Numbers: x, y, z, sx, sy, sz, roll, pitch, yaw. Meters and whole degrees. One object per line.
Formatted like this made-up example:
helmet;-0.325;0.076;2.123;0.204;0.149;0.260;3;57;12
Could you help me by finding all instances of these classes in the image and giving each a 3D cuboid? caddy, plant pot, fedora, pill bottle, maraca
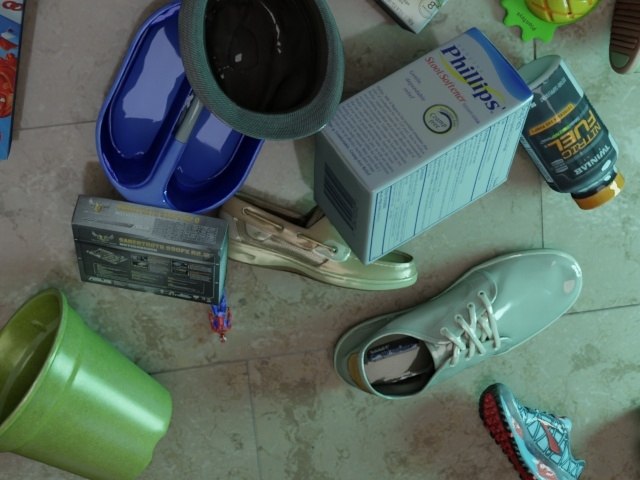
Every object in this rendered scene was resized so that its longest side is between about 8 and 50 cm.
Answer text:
caddy;-0.196;-0.205;1.766;0.241;0.179;0.341;24;100;-15
plant pot;-0.384;0.255;1.840;0.254;0.276;0.276;35;98;-27
fedora;-0.096;-0.258;1.635;0.243;0.124;0.276;-9;84;-26
pill bottle;0.395;-0.167;1.889;0.130;0.130;0.246;-37;108;3
maraca;0.371;-0.391;1.845;0.127;0.099;0.185;38;123;-14

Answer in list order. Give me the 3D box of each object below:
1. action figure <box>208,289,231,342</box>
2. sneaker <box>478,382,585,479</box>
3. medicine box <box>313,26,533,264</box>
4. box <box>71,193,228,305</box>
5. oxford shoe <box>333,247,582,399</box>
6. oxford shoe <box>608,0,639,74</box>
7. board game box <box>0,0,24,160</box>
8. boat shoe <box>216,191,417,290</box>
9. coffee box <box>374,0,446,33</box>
action figure;-0.168;0.116;1.938;0.038;0.030;0.115;-10;108;-11
sneaker;0.376;0.336;2.057;0.125;0.104;0.262;-39;112;-15
medicine box;0.147;-0.135;1.751;0.289;0.263;0.149;-31;70;-13
box;-0.261;0.017;1.805;0.231;0.056;0.183;9;148;0
oxford shoe;0.240;0.149;1.956;0.449;0.130;0.169;-22;106;-3
oxford shoe;0.588;-0.434;1.843;0.146;0.140;0.397;19;104;-20
board game box;-0.590;-0.285;1.686;0.308;0.086;0.302;6;118;-14
boat shoe;0.000;0.000;1.881;0.341;0.122;0.110;11;104;-10
coffee box;0.178;-0.483;1.775;0.168;0.119;0.297;41;96;-16
